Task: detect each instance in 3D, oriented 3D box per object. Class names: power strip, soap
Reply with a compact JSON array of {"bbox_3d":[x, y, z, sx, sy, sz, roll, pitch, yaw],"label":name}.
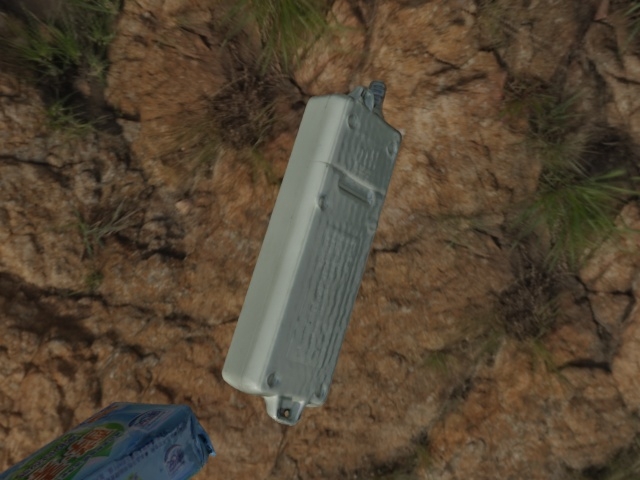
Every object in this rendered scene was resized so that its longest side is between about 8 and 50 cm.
[{"bbox_3d":[0.000,0.000,0.647,0.098,0.058,0.338,25,79,-42],"label":"power strip"},{"bbox_3d":[-0.243,0.245,0.662,0.156,0.293,0.077,-9,103,40],"label":"soap"}]
